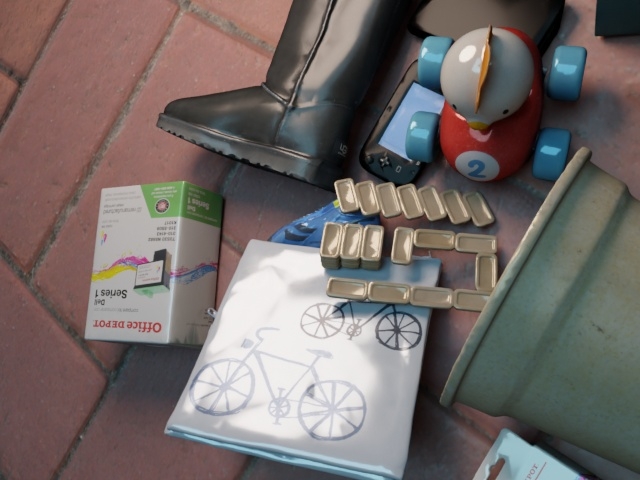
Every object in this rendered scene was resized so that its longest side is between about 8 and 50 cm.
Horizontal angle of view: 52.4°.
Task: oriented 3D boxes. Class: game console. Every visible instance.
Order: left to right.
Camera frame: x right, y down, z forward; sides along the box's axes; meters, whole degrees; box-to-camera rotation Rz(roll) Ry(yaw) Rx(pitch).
[{"bbox_3d":[0.195,-0.244,0.995,0.213,0.044,0.361,33,97,30],"label":"game console"}]

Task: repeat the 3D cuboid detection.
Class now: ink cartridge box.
[{"bbox_3d":[-0.294,0.048,1.158,0.201,0.117,0.278,-2,79,28],"label":"ink cartridge box"},{"bbox_3d":[0.293,0.331,0.804,0.198,0.067,0.115,32,95,29],"label":"ink cartridge box"}]

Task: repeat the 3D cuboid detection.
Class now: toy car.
[{"bbox_3d":[0.211,-0.181,0.829,0.219,0.238,0.210,12,98,20],"label":"toy car"}]

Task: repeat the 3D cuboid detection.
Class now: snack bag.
[{"bbox_3d":[-0.013,0.142,0.907,0.323,0.037,0.343,6,52,16],"label":"snack bag"}]

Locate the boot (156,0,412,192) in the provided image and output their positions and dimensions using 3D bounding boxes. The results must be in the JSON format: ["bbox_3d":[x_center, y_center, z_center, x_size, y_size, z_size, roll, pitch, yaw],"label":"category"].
[{"bbox_3d":[-0.053,-0.340,1.089,0.367,0.146,0.445,20,92,22],"label":"boot"}]

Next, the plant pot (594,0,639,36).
[{"bbox_3d":[0.477,-0.362,0.804,0.234,0.165,0.166,9,84,22],"label":"plant pot"}]

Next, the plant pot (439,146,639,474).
[{"bbox_3d":[0.344,0.115,0.703,0.305,0.334,0.334,30,95,19],"label":"plant pot"}]

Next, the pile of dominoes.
[{"bbox_3d":[0.128,0.009,0.942,0.251,0.040,0.196,6,62,8],"label":"pile of dominoes"}]

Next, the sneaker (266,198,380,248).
[{"bbox_3d":[0.000,0.000,1.035,0.209,0.069,0.082,-26,72,22],"label":"sneaker"}]
